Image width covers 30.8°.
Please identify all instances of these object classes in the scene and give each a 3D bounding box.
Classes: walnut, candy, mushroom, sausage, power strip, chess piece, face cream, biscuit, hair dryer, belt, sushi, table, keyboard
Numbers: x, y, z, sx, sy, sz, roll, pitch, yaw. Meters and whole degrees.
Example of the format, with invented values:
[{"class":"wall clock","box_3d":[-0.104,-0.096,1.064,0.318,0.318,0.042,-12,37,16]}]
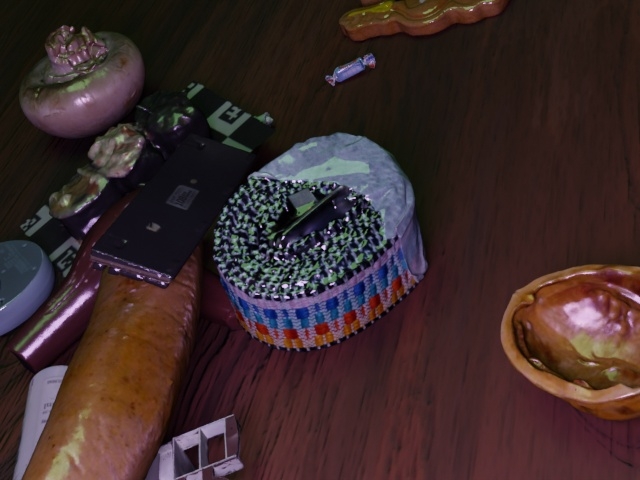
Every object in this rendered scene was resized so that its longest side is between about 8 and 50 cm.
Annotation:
[{"class":"walnut","box_3d":[0.278,0.105,1.118,0.167,0.087,0.211,-44,37,-17]},{"class":"candy","box_3d":[0.048,-0.267,1.824,0.083,0.030,0.020,-28,36,7]},{"class":"mushroom","box_3d":[-0.412,-0.276,1.985,0.226,0.178,0.226,-14,45,15]},{"class":"sausage","box_3d":[-0.209,0.136,1.237,0.136,0.123,0.501,-6,40,14]},{"class":"power strip","box_3d":[-0.458,0.054,1.682,0.137,0.044,0.216,-34,35,-15]},{"class":"chess piece","box_3d":[-0.117,-0.182,1.798,0.093,0.042,0.042,-7,38,17]},{"class":"face cream","box_3d":[-0.297,0.252,1.282,0.082,0.082,0.269,-19,33,8]},{"class":"biscuit","box_3d":[0.172,-0.395,1.905,0.295,0.044,0.186,-1,43,31]},{"class":"hair dryer","box_3d":[-0.200,0.087,1.458,0.340,0.123,0.312,27,69,37]},{"class":"belt","box_3d":[0.000,0.000,1.354,0.257,0.150,0.207,-39,58,-18]},{"class":"sushi","box_3d":[-0.293,-0.125,1.731,0.373,0.100,0.296,-41,37,-11]},{"class":"table","box_3d":[-0.148,0.274,1.176,0.175,0.062,0.146,-21,34,7]},{"class":"keyboard","box_3d":[-0.165,-0.042,1.343,0.106,0.027,0.317,18,32,6]}]
